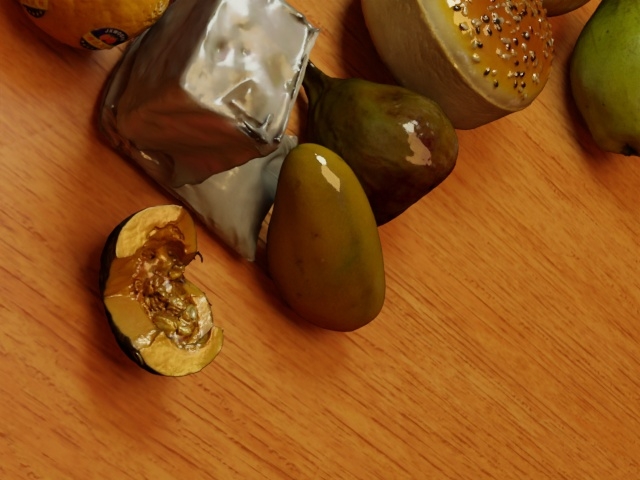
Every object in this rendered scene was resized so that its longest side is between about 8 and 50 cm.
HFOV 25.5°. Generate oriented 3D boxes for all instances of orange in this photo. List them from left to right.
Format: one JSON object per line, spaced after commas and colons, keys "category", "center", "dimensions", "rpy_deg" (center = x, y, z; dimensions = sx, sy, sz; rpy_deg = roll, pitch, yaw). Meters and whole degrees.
{"category": "orange", "center": [-0.241, -0.291, 1.523], "dimensions": [0.155, 0.178, 0.177], "rpy_deg": [22, 63, -62]}

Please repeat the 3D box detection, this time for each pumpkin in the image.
{"category": "pumpkin", "center": [-0.181, 0.055, 1.531], "dimensions": [0.119, 0.108, 0.183], "rpy_deg": [-14, 96, -35]}

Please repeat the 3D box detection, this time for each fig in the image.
{"category": "fig", "center": [0.059, -0.160, 1.761], "dimensions": [0.191, 0.191, 0.290], "rpy_deg": [-2, 64, -41]}

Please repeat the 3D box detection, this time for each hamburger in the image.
{"category": "hamburger", "center": [0.186, -0.291, 1.842], "dimensions": [0.300, 0.176, 0.300], "rpy_deg": [40, 34, -34]}

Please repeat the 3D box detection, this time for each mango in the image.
{"category": "mango", "center": [0.000, 0.000, 1.662], "dimensions": [0.113, 0.139, 0.253], "rpy_deg": [-65, 147, -53]}

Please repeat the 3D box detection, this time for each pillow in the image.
{"category": "pillow", "center": [-0.136, -0.121, 1.641], "dimensions": [0.270, 0.067, 0.173], "rpy_deg": [42, 61, -25]}

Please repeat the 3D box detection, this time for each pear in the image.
{"category": "pear", "center": [0.474, -0.254, 2.107], "dimensions": [0.212, 0.212, 0.269], "rpy_deg": [11, 79, -39]}

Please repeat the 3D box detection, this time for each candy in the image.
{"category": "candy", "center": [-0.113, -0.170, 1.509], "dimensions": [0.137, 0.195, 0.184], "rpy_deg": [30, 67, -26]}

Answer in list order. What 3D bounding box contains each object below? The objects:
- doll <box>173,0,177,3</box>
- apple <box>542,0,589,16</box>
{"category": "doll", "center": [-0.131, -0.346, 1.684], "dimensions": [0.192, 0.095, 0.149], "rpy_deg": [-16, 84, -40]}
{"category": "apple", "center": [0.301, -0.433, 2.025], "dimensions": [0.237, 0.208, 0.236], "rpy_deg": [-12, 108, -41]}
